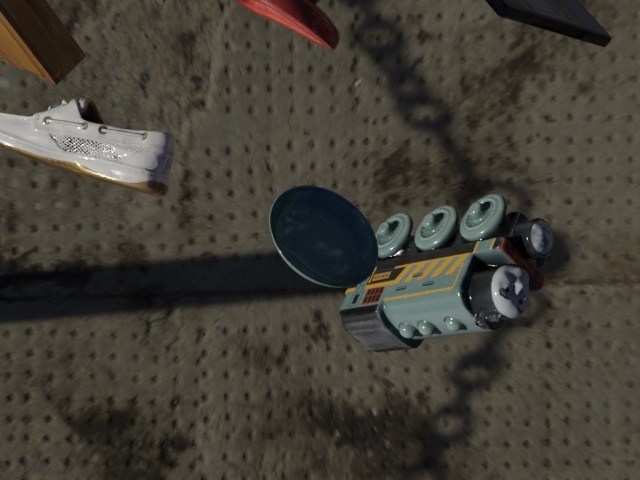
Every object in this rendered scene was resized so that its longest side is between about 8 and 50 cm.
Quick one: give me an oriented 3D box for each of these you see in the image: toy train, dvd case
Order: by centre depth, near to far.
[{"bbox_3d":[0.171,0.055,1.568,0.142,0.334,0.190,41,58,-28],"label":"toy train"},{"bbox_3d":[0.296,-0.362,1.631,0.022,0.253,0.180,-53,52,31],"label":"dvd case"}]

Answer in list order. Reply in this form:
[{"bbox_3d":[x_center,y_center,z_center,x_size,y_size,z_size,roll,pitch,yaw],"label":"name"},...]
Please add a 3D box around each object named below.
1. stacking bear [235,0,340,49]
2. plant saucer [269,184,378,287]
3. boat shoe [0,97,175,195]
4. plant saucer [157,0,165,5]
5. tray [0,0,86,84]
[{"bbox_3d":[-0.002,-0.403,1.336,0.175,0.164,0.289,32,94,32],"label":"stacking bear"},{"bbox_3d":[0.000,0.000,1.110,0.119,0.021,0.119,16,50,-20],"label":"plant saucer"},{"bbox_3d":[-0.309,-0.135,1.437,0.277,0.098,0.096,16,87,13],"label":"boat shoe"},{"bbox_3d":[-0.112,-0.305,0.874,0.037,0.241,0.241,14,90,-9],"label":"plant saucer"},{"bbox_3d":[-0.519,-0.409,1.608,0.203,0.411,0.076,26,69,40],"label":"tray"}]
